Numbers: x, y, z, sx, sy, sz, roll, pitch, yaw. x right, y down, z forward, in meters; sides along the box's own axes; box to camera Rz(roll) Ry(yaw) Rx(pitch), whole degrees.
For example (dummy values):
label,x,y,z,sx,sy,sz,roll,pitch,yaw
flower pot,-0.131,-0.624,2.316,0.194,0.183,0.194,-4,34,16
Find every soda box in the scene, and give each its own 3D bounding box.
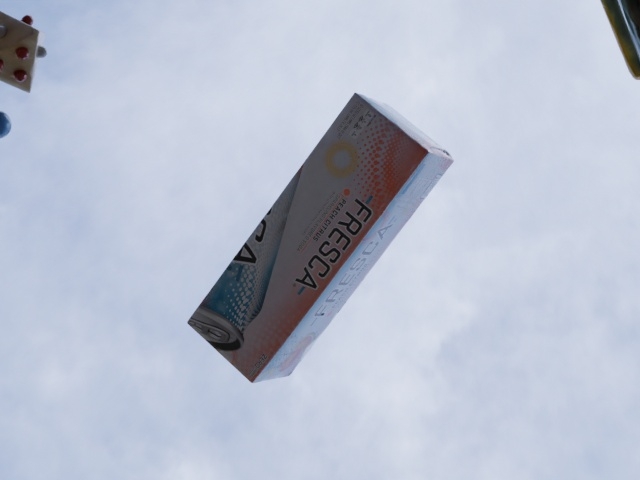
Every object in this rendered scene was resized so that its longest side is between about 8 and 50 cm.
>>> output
label,x,y,z,sx,sy,sz,roll,pitch,yaw
soda box,0.000,0.000,0.780,0.063,0.058,0.183,41,-78,18

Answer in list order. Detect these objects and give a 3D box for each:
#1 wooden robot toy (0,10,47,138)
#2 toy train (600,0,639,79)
label,x,y,z,sx,sy,sz,roll,pitch,yaw
wooden robot toy,-0.161,-0.080,0.465,0.079,0.173,0.076,-14,-95,48
toy train,0.286,-0.193,0.669,0.334,0.190,0.142,-19,-56,16
